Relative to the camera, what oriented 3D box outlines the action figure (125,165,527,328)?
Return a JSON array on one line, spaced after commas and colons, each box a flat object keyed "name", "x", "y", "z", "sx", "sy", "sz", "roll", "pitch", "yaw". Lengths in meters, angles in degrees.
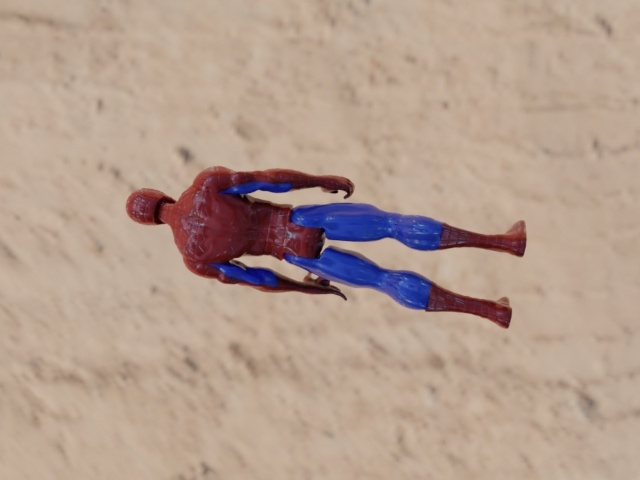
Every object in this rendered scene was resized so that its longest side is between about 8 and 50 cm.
[{"name": "action figure", "x": 0.000, "y": 0.000, "z": 0.550, "sx": 0.115, "sy": 0.030, "sz": 0.038, "roll": 11, "pitch": 106, "yaw": -1}]
